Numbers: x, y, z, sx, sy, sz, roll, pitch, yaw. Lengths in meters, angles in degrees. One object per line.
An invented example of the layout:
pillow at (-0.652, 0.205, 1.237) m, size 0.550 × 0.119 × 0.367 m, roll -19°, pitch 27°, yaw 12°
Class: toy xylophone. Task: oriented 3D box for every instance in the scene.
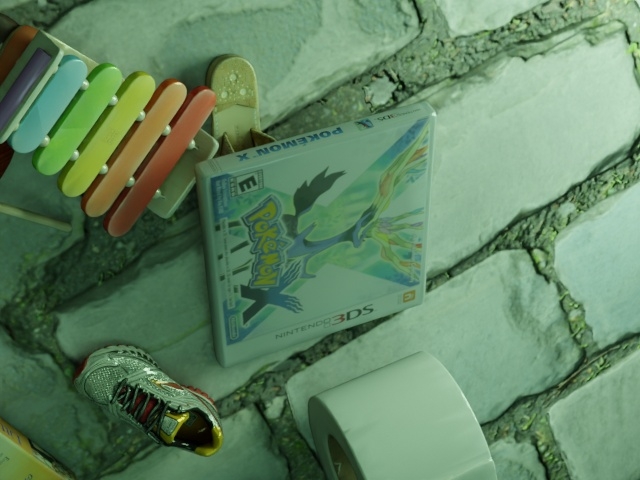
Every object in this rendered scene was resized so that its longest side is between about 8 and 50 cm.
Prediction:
toy xylophone at (-0.259, -0.100, 1.317) m, size 0.323 × 0.081 × 0.236 m, roll 13°, pitch 112°, yaw -57°

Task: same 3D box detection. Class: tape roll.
tape roll at (0.108, 0.291, 1.604) m, size 0.169 × 0.246 × 0.246 m, roll -21°, pitch 118°, yaw -15°

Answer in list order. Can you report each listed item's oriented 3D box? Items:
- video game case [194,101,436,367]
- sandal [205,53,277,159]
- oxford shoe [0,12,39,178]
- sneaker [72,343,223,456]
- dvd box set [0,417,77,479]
video game case at (0.000, 0.000, 1.499) m, size 0.300 × 0.036 × 0.329 m, roll -17°, pitch 134°, yaw -17°
sandal at (-0.086, -0.102, 1.446) m, size 0.088 × 0.079 × 0.240 m, roll -18°, pitch 117°, yaw -16°
oxford shoe at (-0.390, -0.127, 1.314) m, size 0.098 × 0.097 × 0.271 m, roll 28°, pitch 107°, yaw 3°
sneaker at (-0.210, 0.205, 1.515) m, size 0.225 × 0.093 × 0.088 m, roll 30°, pitch 98°, yaw -30°
dvd box set at (-0.540, 0.285, 1.424) m, size 0.307 × 0.062 × 0.420 m, roll -45°, pitch 121°, yaw -1°
